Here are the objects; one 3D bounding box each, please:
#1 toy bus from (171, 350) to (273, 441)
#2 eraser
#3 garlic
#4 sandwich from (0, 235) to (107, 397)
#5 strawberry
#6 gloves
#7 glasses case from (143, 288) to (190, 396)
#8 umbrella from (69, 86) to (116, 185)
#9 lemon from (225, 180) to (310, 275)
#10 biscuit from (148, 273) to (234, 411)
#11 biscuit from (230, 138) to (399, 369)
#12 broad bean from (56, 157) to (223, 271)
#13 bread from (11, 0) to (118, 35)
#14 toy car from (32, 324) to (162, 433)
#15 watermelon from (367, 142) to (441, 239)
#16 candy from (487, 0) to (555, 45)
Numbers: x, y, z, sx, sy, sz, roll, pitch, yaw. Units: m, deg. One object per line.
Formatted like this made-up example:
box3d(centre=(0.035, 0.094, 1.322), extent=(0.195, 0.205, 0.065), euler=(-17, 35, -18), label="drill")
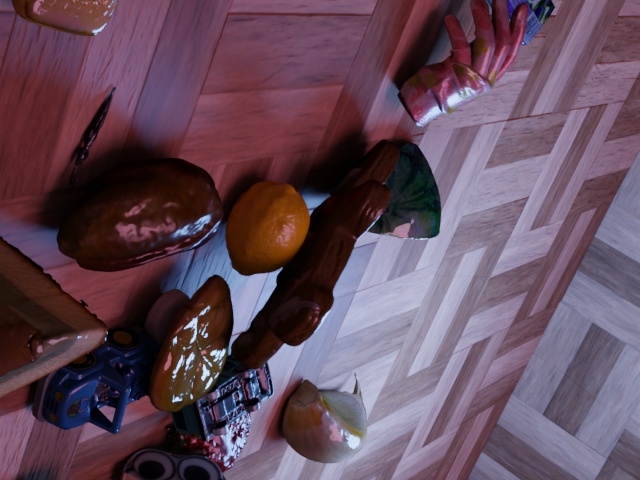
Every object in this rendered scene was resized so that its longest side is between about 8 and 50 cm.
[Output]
box3d(centre=(-0.156, 0.241, 1.865), extent=(0.160, 0.091, 0.079), euler=(-30, 116, -43), label="toy bus")
box3d(centre=(-0.260, 0.473, 1.908), extent=(0.087, 0.171, 0.291), euler=(-96, -159, -57), label="eraser")
box3d(centre=(0.018, 0.345, 2.291), extent=(0.245, 0.145, 0.164), euler=(5, 85, -65), label="garlic")
box3d(centre=(-0.347, 0.109, 1.212), extent=(0.108, 0.220, 0.186), euler=(-9, 128, -59), label="sandwich")
box3d(centre=(-0.162, 0.325, 1.964), extent=(0.208, 0.087, 0.167), euler=(-36, 147, -40), label="strawberry")
box3d(centre=(0.236, -0.281, 1.865), extent=(0.241, 0.126, 0.145), euler=(-33, 150, 14), label="gloves")
box3d(centre=(-0.220, 0.150, 1.689), extent=(0.074, 0.049, 0.193), euler=(-40, 152, -43), label="glasses case")
box3d(centre=(-0.259, -0.118, 1.338), extent=(0.013, 0.022, 0.122), euler=(25, 88, -39), label="umbrella")
box3d(centre=(-0.078, -0.015, 1.674), extent=(0.114, 0.114, 0.155), euler=(-5, 129, -59), label="lemon")
box3d(centre=(-0.173, 0.155, 1.671), extent=(0.260, 0.041, 0.203), euler=(78, 34, -65), label="biscuit")
box3d(centre=(-0.001, -0.001, 1.770), extent=(0.283, 0.064, 0.432), euler=(-38, -161, 55), label="biscuit")
box3d(centre=(-0.212, -0.032, 1.405), extent=(0.228, 0.156, 0.122), euler=(-13, 90, -47), label="broad bean")
box3d(centre=(-0.250, -0.246, 1.150), extent=(0.115, 0.056, 0.082), euler=(-2, 122, -53), label="bread")
box3d(centre=(-0.281, 0.192, 1.572), extent=(0.191, 0.100, 0.097), euler=(-22, 139, -49), label="toy car")
box3d(centre=(0.143, -0.087, 1.977), extent=(0.231, 0.128, 0.146), euler=(-19, 124, -68), label="watermelon")
box3d(centre=(0.314, -0.417, 1.948), extent=(0.088, 0.061, 0.312), euler=(-52, 156, 4), label="candy")
